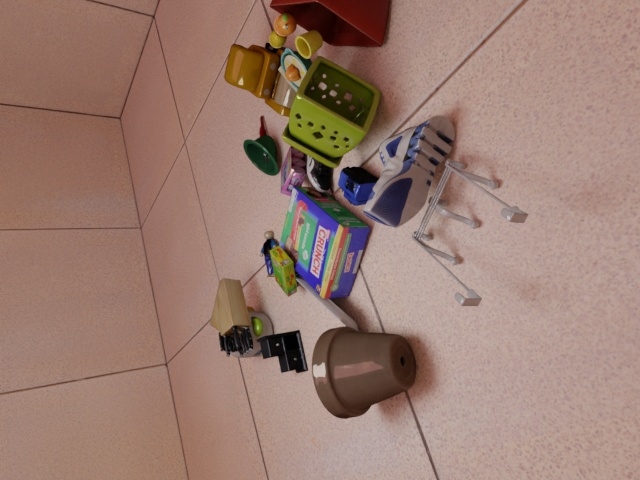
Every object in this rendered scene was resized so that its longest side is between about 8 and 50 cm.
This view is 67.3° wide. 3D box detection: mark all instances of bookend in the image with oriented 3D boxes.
[{"bbox_3d":[-0.145,0.429,1.807,0.072,0.157,0.156,-32,66,50],"label":"bookend"}]

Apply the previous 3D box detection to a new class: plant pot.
[{"bbox_3d":[0.140,0.365,1.377,0.229,0.263,0.263,-20,75,35],"label":"plant pot"},{"bbox_3d":[0.054,-0.748,1.422,0.267,0.267,0.236,28,101,49],"label":"plant pot"},{"bbox_3d":[0.023,-0.370,1.443,0.207,0.228,0.227,-54,12,49],"label":"plant pot"}]

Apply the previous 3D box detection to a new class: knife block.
[{"bbox_3d":[-0.332,0.310,1.899,0.242,0.088,0.276,17,93,47],"label":"knife block"}]

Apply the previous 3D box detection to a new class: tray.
[{"bbox_3d":[0.031,0.213,1.603,0.030,0.145,0.270,-49,43,-3],"label":"tray"}]

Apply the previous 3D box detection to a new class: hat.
[{"bbox_3d":[-0.196,-0.398,1.952,0.208,0.183,0.173,49,154,-17],"label":"hat"}]

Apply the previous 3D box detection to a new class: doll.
[{"bbox_3d":[-0.209,0.054,1.969,0.129,0.046,0.189,-15,80,52],"label":"doll"}]

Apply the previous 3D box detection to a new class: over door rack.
[{"bbox_3d":[0.350,-0.025,1.140,0.324,0.108,0.240,-113,37,-58],"label":"over door rack"}]

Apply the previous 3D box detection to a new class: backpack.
[{"bbox_3d":[0.108,-0.171,1.490,0.120,0.098,0.101,48,132,40],"label":"backpack"}]

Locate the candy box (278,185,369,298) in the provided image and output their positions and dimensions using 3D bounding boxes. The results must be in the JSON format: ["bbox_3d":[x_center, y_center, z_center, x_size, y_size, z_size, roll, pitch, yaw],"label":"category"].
[{"bbox_3d":[0.000,0.000,1.621,0.317,0.122,0.268,41,125,44],"label":"candy box"}]

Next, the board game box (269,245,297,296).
[{"bbox_3d":[-0.130,0.112,1.713,0.092,0.043,0.181,48,157,33],"label":"board game box"}]

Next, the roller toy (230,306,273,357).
[{"bbox_3d":[-0.297,0.392,2.019,0.209,0.146,0.191,24,99,48],"label":"roller toy"}]

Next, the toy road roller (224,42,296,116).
[{"bbox_3d":[-0.203,-0.606,1.768,0.329,0.240,0.203,46,126,42],"label":"toy road roller"}]

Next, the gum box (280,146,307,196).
[{"bbox_3d":[-0.097,-0.247,1.730,0.188,0.062,0.107,-95,27,-52],"label":"gum box"}]

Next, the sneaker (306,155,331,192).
[{"bbox_3d":[0.011,-0.282,1.629,0.121,0.079,0.217,-31,66,51],"label":"sneaker"}]

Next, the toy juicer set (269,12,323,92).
[{"bbox_3d":[-0.100,-0.566,1.541,0.209,0.089,0.329,44,160,14],"label":"toy juicer set"}]

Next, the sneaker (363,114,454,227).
[{"bbox_3d":[0.216,-0.185,1.289,0.316,0.127,0.182,-57,22,-5],"label":"sneaker"}]

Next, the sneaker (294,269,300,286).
[{"bbox_3d":[-0.100,0.140,1.829,0.076,0.065,0.166,58,139,11],"label":"sneaker"}]
